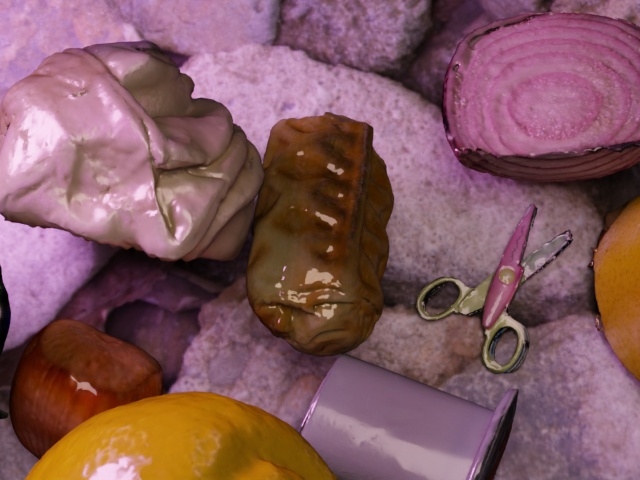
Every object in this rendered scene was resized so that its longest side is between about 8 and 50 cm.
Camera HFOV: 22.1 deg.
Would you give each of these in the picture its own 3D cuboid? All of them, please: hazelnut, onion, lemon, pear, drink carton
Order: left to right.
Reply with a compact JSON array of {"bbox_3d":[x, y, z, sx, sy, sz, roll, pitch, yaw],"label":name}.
[{"bbox_3d":[-0.237,0.160,1.648,0.150,0.150,0.150,1,67,-3],"label":"hazelnut"},{"bbox_3d":[-0.130,0.301,1.478,0.348,0.348,0.348,1,67,-3],"label":"lemon"},{"bbox_3d":[0.083,0.206,1.620,0.190,0.191,0.185,25,69,13],"label":"drink carton"},{"bbox_3d":[0.262,-0.146,1.824,0.250,0.111,0.247,-2,44,6],"label":"onion"},{"bbox_3d":[0.424,0.032,1.718,0.267,0.178,0.267,3,67,-8],"label":"pear"}]

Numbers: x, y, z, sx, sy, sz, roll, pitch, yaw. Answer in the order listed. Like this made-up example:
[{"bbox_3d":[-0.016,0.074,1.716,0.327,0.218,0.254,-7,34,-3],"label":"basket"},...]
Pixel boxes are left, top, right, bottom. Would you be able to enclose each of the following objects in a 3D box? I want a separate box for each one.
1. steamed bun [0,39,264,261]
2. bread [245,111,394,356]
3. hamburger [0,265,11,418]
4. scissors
[{"bbox_3d":[-0.187,-0.099,1.662,0.280,0.268,0.207,16,95,8],"label":"steamed bun"},{"bbox_3d":[0.000,0.000,1.692,0.152,0.130,0.267,20,44,-14],"label":"bread"},{"bbox_3d":[-0.420,0.065,1.591,0.150,0.276,0.260,-5,81,-44],"label":"hamburger"},{"bbox_3d":[0.202,0.044,1.778,0.133,0.020,0.187,37,71,8],"label":"scissors"}]
